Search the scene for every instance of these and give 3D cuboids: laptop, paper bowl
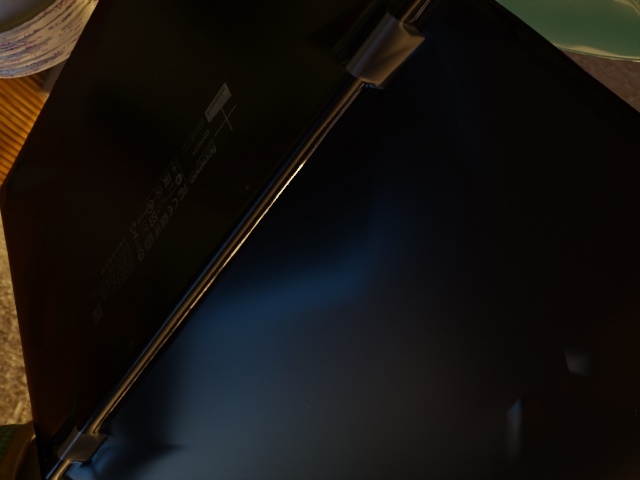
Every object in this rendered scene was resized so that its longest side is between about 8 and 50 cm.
[{"bbox_3d":[0.000,0.000,0.481,0.382,0.236,0.407,-49,-132,28],"label":"laptop"},{"bbox_3d":[-0.427,-0.377,1.036,0.285,0.148,0.284,-6,-116,12],"label":"paper bowl"}]

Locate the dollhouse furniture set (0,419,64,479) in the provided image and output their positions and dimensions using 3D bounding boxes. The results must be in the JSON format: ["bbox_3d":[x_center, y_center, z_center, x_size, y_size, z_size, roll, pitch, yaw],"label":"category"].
[{"bbox_3d":[-0.275,0.209,0.451,0.198,0.151,0.301,1,-136,-4],"label":"dollhouse furniture set"}]

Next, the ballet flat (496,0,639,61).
[{"bbox_3d":[0.249,-0.181,0.484,0.139,0.139,0.400,-53,-138,-6],"label":"ballet flat"}]
